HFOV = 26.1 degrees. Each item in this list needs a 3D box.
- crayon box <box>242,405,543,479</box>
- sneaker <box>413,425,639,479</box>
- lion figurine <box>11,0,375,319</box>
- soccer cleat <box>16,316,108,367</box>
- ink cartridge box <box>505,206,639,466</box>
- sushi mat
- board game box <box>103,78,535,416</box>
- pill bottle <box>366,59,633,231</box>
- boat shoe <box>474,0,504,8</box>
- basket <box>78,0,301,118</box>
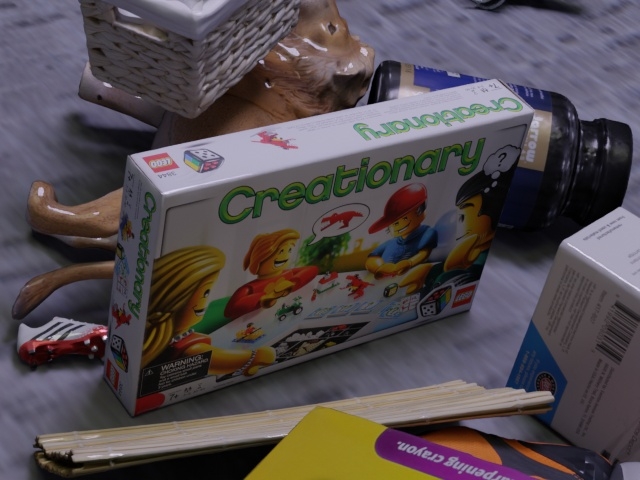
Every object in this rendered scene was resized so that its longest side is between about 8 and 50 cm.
[{"bbox_3d":[0.042,0.247,0.579,0.363,0.106,0.313,14,47,44],"label":"crayon box"},{"bbox_3d":[0.093,0.223,0.796,0.180,0.124,0.321,14,26,8],"label":"sneaker"},{"bbox_3d":[-0.090,-0.065,1.106,0.240,0.142,0.392,17,51,-8],"label":"lion figurine"},{"bbox_3d":[-0.173,0.068,0.974,0.083,0.029,0.035,-7,46,-18],"label":"soccer cleat"},{"bbox_3d":[0.247,0.096,0.961,0.203,0.148,0.086,37,41,26],"label":"ink cartridge box"},{"bbox_3d":[-0.021,0.118,0.884,0.317,0.019,0.151,-4,-1,-22],"label":"sushi mat"},{"bbox_3d":[0.000,0.000,0.975,0.305,0.193,0.053,-15,45,-31],"label":"board game box"},{"bbox_3d":[0.145,-0.075,1.170,0.219,0.122,0.122,10,37,-3],"label":"pill bottle"},{"bbox_3d":[0.179,-0.308,1.501,0.255,0.095,0.079,12,36,1],"label":"boat shoe"},{"bbox_3d":[-0.092,-0.183,1.043,0.113,0.103,0.167,24,48,19],"label":"basket"}]
